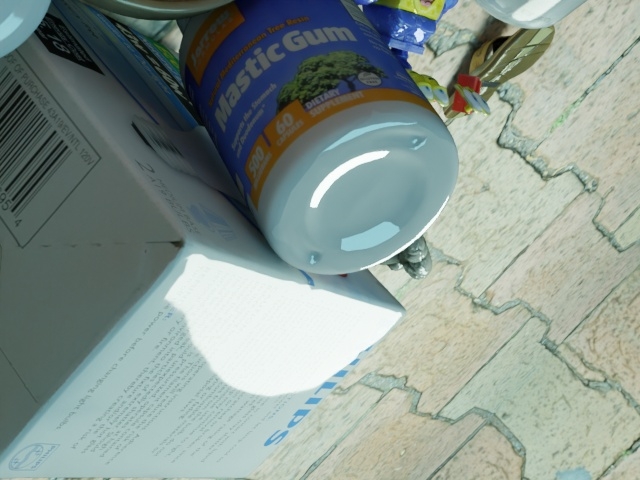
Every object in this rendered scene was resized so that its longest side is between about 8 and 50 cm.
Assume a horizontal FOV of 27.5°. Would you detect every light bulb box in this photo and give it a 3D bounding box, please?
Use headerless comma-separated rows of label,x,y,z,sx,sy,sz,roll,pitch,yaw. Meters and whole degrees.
light bulb box,-0.173,-0.009,1.063,0.225,0.358,0.361,-46,155,12

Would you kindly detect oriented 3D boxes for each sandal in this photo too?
sandal,0.215,-0.222,1.647,0.072,0.049,0.180,3,144,-48

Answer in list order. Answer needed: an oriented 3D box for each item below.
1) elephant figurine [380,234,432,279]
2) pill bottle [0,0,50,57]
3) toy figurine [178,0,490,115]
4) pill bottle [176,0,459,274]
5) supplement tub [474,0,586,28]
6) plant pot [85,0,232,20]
elephant figurine,0.000,0.000,1.568,0.239,0.186,0.169,-18,117,5
pill bottle,-0.260,-0.203,0.848,0.103,0.184,0.103,-33,152,-20
toy figurine,0.044,-0.258,1.306,0.362,0.191,0.217,4,98,-54
pill bottle,-0.019,-0.116,0.997,0.152,0.272,0.152,-17,138,-16
supplement tub,0.267,-0.365,1.202,0.207,0.207,0.338,-8,157,-49
plant pot,-0.140,-0.270,0.950,0.237,0.237,0.109,-27,-170,-30
